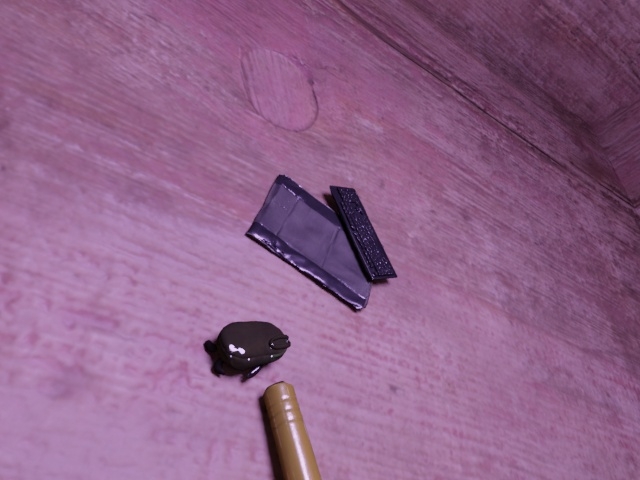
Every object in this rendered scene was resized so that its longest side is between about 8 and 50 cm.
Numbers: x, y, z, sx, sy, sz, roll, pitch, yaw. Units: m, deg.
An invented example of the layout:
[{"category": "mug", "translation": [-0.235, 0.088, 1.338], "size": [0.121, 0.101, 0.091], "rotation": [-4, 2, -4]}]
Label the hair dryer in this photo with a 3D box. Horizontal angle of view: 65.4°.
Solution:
[{"category": "hair dryer", "translation": [-0.002, 0.295, 0.565], "size": [0.135, 0.090, 0.278], "rotation": [7, 49, -37]}]

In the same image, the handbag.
[{"category": "handbag", "translation": [-0.085, 0.136, 0.638], "size": [0.111, 0.047, 0.072], "rotation": [-1, 54, -41]}]

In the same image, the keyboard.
[{"category": "keyboard", "translation": [0.077, -0.018, 0.891], "size": [0.074, 0.015, 0.196], "rotation": [-2, 59, -40]}]

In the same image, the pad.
[{"category": "pad", "translation": [0.000, 0.000, 0.843], "size": [0.233, 0.022, 0.174], "rotation": [34, 43, -13]}]
